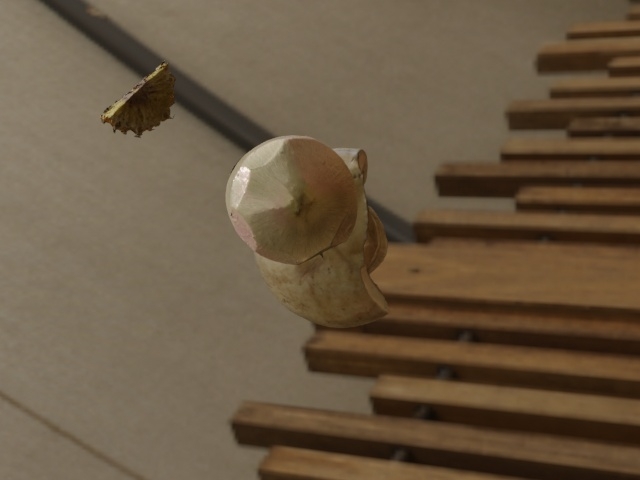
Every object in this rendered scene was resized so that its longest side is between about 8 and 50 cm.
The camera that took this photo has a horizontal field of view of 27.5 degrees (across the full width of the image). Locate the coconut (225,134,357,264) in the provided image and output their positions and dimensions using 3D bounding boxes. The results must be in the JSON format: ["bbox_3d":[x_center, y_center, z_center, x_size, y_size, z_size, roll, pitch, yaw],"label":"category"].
[{"bbox_3d":[-0.033,-0.047,1.630,0.183,0.171,0.171,-137,41,-74],"label":"coconut"}]

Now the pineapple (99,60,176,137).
[{"bbox_3d":[-0.160,-0.122,1.195,0.083,0.019,0.045,-43,-58,-21],"label":"pineapple"}]

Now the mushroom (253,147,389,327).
[{"bbox_3d":[0.000,0.000,1.866,0.195,0.189,0.253,24,-118,-78],"label":"mushroom"}]
